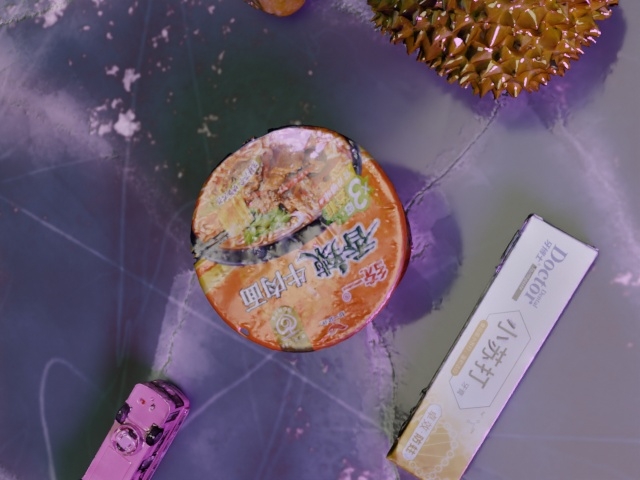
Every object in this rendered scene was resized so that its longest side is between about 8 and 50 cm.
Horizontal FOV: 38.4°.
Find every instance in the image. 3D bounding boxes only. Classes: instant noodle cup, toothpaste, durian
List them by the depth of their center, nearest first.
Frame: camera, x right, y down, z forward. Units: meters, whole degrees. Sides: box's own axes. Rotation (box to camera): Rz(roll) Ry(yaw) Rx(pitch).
[{"bbox_3d":[0.160,-0.282,0.937,0.258,0.258,0.293,-54,35,9],"label":"durian"},{"bbox_3d":[0.186,0.123,1.004,0.089,0.071,0.312,31,97,12],"label":"toothpaste"},{"bbox_3d":[0.000,0.000,1.005,0.230,0.182,0.230,-1,88,18],"label":"instant noodle cup"}]

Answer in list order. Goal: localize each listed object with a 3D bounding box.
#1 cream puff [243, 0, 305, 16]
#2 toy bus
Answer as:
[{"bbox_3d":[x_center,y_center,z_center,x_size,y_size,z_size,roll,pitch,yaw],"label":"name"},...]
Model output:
[{"bbox_3d":[-0.068,-0.389,1.049,0.221,0.195,0.194,41,101,10],"label":"cream puff"},{"bbox_3d":[-0.235,0.265,1.122,0.063,0.090,0.203,33,99,16],"label":"toy bus"}]
